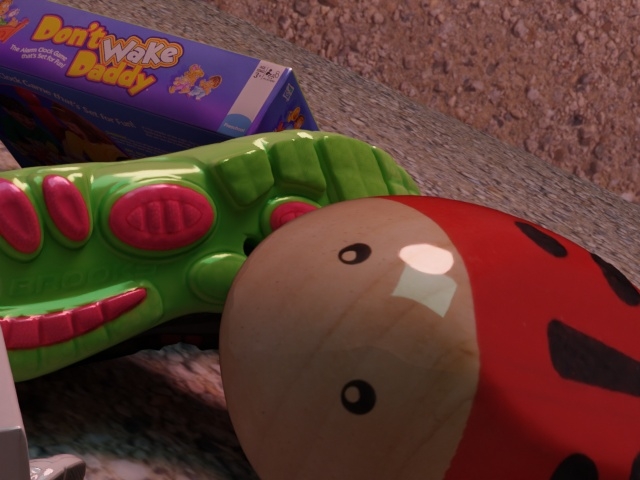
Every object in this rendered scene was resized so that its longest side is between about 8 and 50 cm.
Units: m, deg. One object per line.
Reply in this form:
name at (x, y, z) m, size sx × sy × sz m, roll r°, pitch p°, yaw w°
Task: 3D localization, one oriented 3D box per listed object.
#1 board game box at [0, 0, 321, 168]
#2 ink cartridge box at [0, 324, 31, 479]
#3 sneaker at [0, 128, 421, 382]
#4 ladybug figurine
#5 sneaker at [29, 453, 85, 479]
board game box at (-0.155, -0.097, 1.325) m, size 0.347 × 0.078 × 0.233 m, roll 19°, pitch -24°, yaw 26°
ink cartridge box at (-0.248, 0.092, 0.792) m, size 0.160 × 0.092 × 0.219 m, roll -5°, pitch 25°, yaw -17°
sneaker at (-0.115, 0.007, 1.104) m, size 0.483 × 0.185 × 0.202 m, roll 1°, pitch 2°, yaw -35°
ladybug figurine at (0.134, 0.108, 1.031) m, size 0.449 × 0.162 × 0.305 m, roll 17°, pitch 58°, yaw -42°
sneaker at (-0.192, 0.147, 0.854) m, size 0.061 × 0.053 × 0.152 m, roll 27°, pitch 16°, yaw 21°
